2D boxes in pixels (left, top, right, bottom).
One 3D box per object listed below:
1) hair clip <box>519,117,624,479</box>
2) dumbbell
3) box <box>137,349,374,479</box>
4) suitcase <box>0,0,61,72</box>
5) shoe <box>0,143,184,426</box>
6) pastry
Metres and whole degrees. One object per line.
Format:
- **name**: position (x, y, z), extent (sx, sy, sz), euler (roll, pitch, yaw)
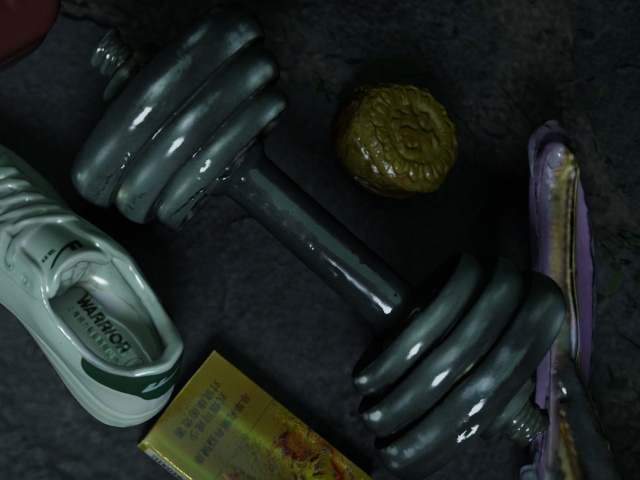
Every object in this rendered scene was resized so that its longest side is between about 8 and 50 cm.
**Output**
- **hair clip**: position (0.198, 0.075, 0.819), extent (0.110, 0.095, 0.359), euler (9, 65, -19)
- **dumbbell**: position (0.000, 0.000, 0.720), extent (0.406, 0.179, 0.179), euler (42, 60, -2)
- **box**: position (-0.042, 0.158, 0.729), extent (0.156, 0.022, 0.089), euler (38, 62, -5)
- **suitcase**: position (-0.327, -0.205, 0.635), extent (0.236, 0.161, 0.297), euler (-39, 108, -33)
- **shoe**: position (-0.183, 0.005, 0.683), extent (0.265, 0.110, 0.095), euler (47, 61, -2)
- **pastry**: position (0.060, -0.083, 0.849), extent (0.097, 0.057, 0.109), euler (-22, 82, -34)
